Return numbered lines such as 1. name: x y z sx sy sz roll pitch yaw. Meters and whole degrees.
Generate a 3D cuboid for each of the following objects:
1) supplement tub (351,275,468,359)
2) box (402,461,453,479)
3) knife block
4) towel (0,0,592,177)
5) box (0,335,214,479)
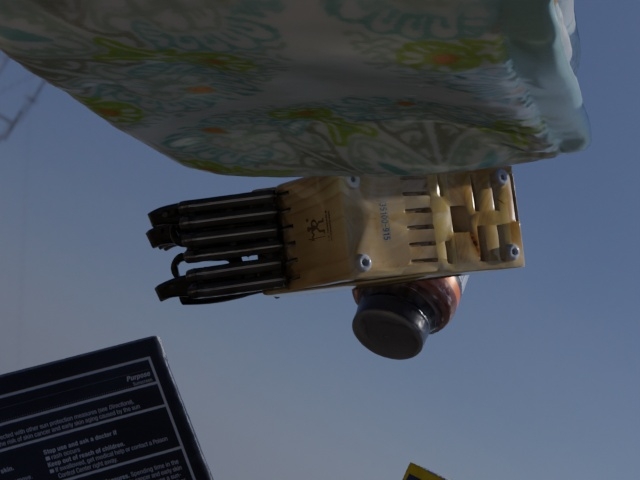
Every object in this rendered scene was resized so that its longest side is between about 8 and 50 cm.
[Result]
1. supplement tub: 0.093 0.018 1.295 0.106 0.198 0.106 15 -39 13
2. box: 0.103 0.220 1.073 0.059 0.054 0.169 24 -7 21
3. knife block: 0.000 0.000 1.140 0.275 0.088 0.242 -3 -5 -37
4. towel: -0.001 -0.111 0.827 0.320 0.090 0.374 -1 -10 13
5. box: -0.251 0.284 1.273 0.294 0.296 0.183 66 -25 24
